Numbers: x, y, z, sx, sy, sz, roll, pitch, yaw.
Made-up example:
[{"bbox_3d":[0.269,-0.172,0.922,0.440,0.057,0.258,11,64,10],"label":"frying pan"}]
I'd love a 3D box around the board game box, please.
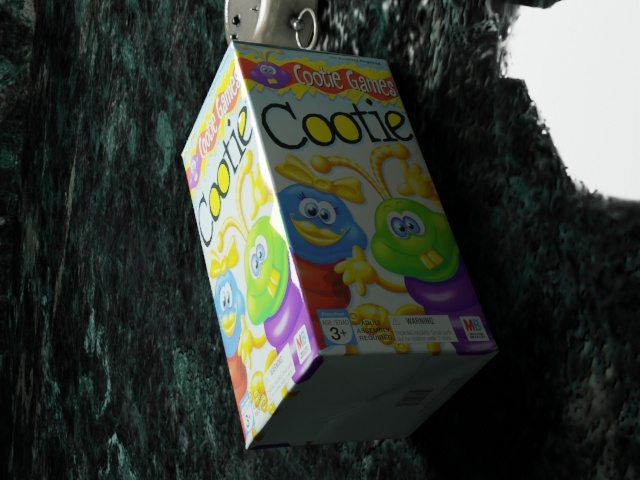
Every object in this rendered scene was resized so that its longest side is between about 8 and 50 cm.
[{"bbox_3d":[0.000,0.000,0.719,0.144,0.142,0.275,-57,40,46],"label":"board game box"}]

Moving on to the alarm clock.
[{"bbox_3d":[-0.046,-0.229,0.922,0.192,0.064,0.129,45,128,51],"label":"alarm clock"}]
